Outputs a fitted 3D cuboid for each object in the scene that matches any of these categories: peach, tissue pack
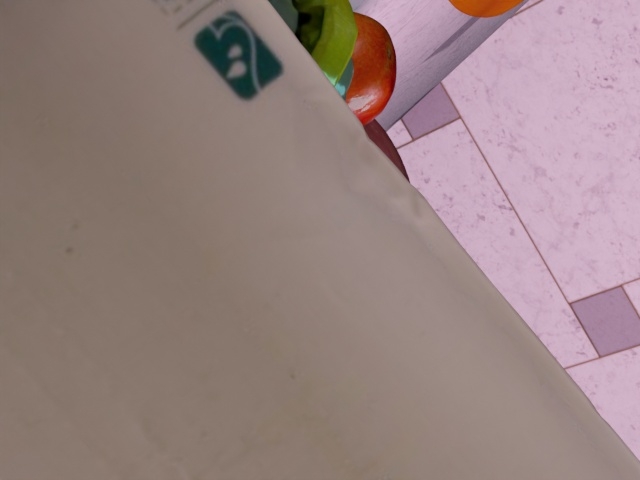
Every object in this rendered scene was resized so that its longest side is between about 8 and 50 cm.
[{"bbox_3d":[0.020,-0.141,1.247,0.101,0.100,0.101,-40,179,-1],"label":"peach"},{"bbox_3d":[-0.060,0.096,0.572,0.297,0.380,0.207,-41,-177,-8],"label":"tissue pack"}]

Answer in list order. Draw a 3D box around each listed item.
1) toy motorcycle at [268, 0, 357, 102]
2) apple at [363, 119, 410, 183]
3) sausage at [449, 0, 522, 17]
[{"bbox_3d":[-0.082,0.010,0.833,0.200,0.191,0.326,-7,-116,40],"label":"toy motorcycle"},{"bbox_3d":[-0.041,0.010,1.361,0.306,0.235,0.306,-40,-178,1],"label":"apple"},{"bbox_3d":[0.182,-0.275,1.465,0.098,0.098,0.238,-40,180,-9],"label":"sausage"}]
